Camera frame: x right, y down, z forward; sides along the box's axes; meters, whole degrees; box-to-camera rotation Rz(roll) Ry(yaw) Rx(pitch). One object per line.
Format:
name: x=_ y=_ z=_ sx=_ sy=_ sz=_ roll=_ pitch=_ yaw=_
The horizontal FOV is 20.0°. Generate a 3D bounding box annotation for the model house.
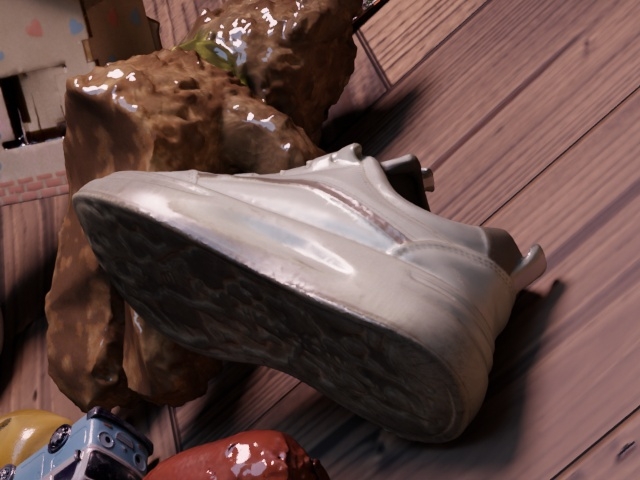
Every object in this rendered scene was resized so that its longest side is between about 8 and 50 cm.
model house: x=-0.286 y=-0.150 z=1.497 sx=0.326 sy=0.244 sz=0.169 roll=-10 pitch=15 yaw=19

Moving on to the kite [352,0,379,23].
kite: x=0.009 y=-0.193 z=1.531 sx=0.190 sy=0.010 sz=0.159 roll=-7 pitch=44 yaw=50

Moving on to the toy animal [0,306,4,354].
toy animal: x=-0.369 y=0.074 z=1.543 sx=0.187 sy=0.165 sz=0.235 roll=-40 pitch=22 yaw=-16

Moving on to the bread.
bread: x=-0.226 y=0.157 z=1.334 sx=0.082 sy=0.056 sz=0.115 roll=-55 pitch=27 yaw=-18

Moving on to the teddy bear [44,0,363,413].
teddy bear: x=-0.080 y=-0.032 z=1.306 sx=0.246 sy=0.222 sz=0.296 roll=-12 pitch=83 yaw=56

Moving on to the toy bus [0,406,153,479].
toy bus: x=-0.174 y=0.176 z=1.227 sx=0.123 sy=0.060 sz=0.075 roll=-37 pitch=32 yaw=25

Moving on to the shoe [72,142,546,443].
shoe: x=0.000 y=0.000 z=1.093 sx=0.316 sy=0.124 sz=0.159 roll=26 pitch=57 yaw=35

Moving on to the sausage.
sausage: x=-0.055 y=0.153 z=1.064 sx=0.141 sy=0.076 sz=0.076 roll=-18 pitch=38 yaw=43
